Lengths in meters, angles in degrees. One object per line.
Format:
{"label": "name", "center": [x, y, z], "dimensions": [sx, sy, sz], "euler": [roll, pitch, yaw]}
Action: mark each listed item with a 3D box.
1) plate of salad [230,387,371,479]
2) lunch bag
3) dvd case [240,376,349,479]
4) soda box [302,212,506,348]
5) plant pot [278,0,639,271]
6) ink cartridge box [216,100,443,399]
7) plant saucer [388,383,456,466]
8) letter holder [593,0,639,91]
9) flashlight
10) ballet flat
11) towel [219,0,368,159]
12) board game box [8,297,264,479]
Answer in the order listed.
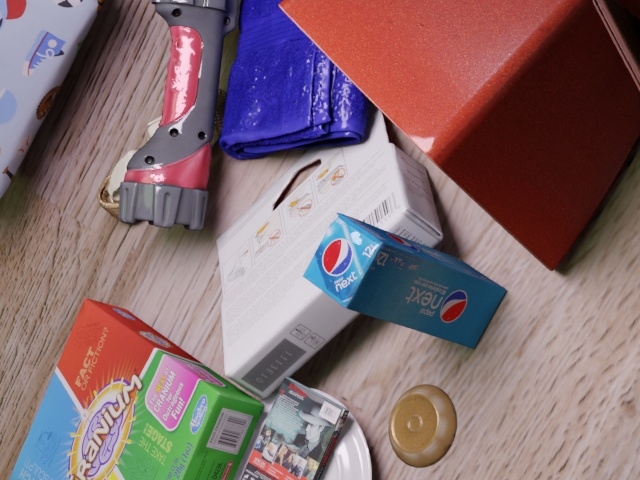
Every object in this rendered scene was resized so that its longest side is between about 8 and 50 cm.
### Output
{"label": "plate of salad", "center": [-0.025, 0.251, 1.756], "dimensions": [0.200, 0.048, 0.200], "euler": [-10, 72, 34]}
{"label": "lunch bag", "center": [-0.431, -0.263, 2.124], "dimensions": [0.328, 0.239, 0.385], "euler": [-59, 26, 12]}
{"label": "dvd case", "center": [-0.027, 0.209, 1.729], "dimensions": [0.087, 0.013, 0.119], "euler": [24, 94, 38]}
{"label": "soda box", "center": [0.083, 0.040, 1.618], "dimensions": [0.067, 0.210, 0.071], "euler": [35, 100, 41]}
{"label": "plant pot", "center": [0.170, -0.177, 1.594], "dimensions": [0.236, 0.267, 0.267], "euler": [-46, 52, 6]}
{"label": "ink cartridge box", "center": [0.000, 0.000, 1.806], "dimensions": [0.275, 0.060, 0.239], "euler": [-43, 29, 23]}
{"label": "plant saucer", "center": [0.097, 0.183, 1.695], "dimensions": [0.083, 0.015, 0.083], "euler": [-13, 69, 37]}
{"label": "letter holder", "center": [0.381, -0.112, 1.409], "dimensions": [0.152, 0.214, 0.302], "euler": [-39, 55, 25]}
{"label": "flashlight", "center": [-0.163, -0.165, 1.901], "dimensions": [0.103, 0.103, 0.304], "euler": [5, 91, 24]}
{"label": "ballet flat", "center": [-0.187, -0.100, 1.985], "dimensions": [0.206, 0.067, 0.073], "euler": [-49, 52, 18]}
{"label": "towel", "center": [-0.025, -0.248, 1.866], "dimensions": [0.228, 0.076, 0.308], "euler": [-6, 73, 49]}
{"label": "board game box", "center": [-0.210, 0.227, 1.874], "dimensions": [0.316, 0.064, 0.242], "euler": [27, 95, 52]}
